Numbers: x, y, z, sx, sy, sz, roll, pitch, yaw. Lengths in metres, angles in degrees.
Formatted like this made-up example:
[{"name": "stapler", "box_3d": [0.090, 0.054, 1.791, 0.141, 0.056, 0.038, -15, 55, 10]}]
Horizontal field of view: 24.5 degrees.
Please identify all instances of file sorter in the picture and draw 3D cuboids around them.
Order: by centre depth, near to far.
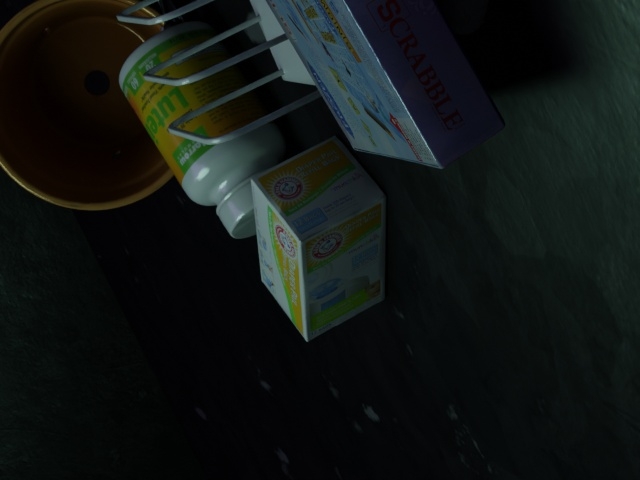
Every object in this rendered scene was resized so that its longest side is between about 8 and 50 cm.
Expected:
[{"name": "file sorter", "box_3d": [-0.110, -0.251, 1.464, 0.277, 0.173, 0.193, 67, 164, -18]}]

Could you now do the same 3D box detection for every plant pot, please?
[{"name": "plant pot", "box_3d": [-0.308, -0.202, 2.003, 0.203, 0.291, 0.291, -118, 4, -75]}]

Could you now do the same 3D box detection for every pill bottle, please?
[{"name": "pill bottle", "box_3d": [-0.126, -0.129, 1.771, 0.245, 0.136, 0.136, 57, 163, 16]}]

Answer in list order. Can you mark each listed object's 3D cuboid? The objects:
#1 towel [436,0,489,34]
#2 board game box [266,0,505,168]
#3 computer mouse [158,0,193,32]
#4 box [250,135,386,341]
[{"name": "towel", "box_3d": [0.037, -0.354, 1.066, 0.317, 0.053, 0.332, 54, 163, 25]}, {"name": "board game box", "box_3d": [0.006, -0.216, 1.217, 0.318, 0.066, 0.318, 59, 174, -11]}, {"name": "computer mouse", "box_3d": [-0.249, -0.310, 1.778, 0.184, 0.060, 0.262, 58, -163, 6]}, {"name": "box", "box_3d": [0.000, 0.000, 1.640, 0.103, 0.114, 0.203, 52, 160, 30]}]
